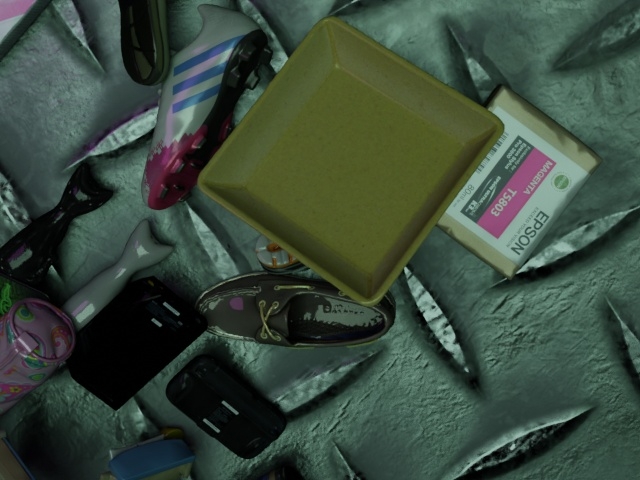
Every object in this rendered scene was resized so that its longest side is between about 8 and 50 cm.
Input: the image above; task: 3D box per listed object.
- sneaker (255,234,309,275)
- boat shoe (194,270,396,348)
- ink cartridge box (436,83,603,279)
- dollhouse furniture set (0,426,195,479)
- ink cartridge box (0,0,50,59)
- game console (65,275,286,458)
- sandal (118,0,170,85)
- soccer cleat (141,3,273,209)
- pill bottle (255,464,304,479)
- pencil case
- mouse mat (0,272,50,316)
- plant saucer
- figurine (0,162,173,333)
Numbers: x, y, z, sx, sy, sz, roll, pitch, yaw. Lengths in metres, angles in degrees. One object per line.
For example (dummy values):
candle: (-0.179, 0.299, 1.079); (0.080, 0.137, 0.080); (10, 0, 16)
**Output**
sneaker: (0.000, 0.000, 1.731); (0.215, 0.083, 0.084); (-14, 67, -10)
boat shoe: (-0.044, 0.115, 1.740); (0.324, 0.097, 0.116); (1, 100, 4)
ink cartridge box: (0.281, -0.090, 1.687); (0.193, 0.088, 0.234); (35, 99, -1)
dollhouse furniture set: (-0.384, 0.425, 1.805); (0.198, 0.303, 0.286); (42, 128, 36)
ink cartridge box: (-0.562, -0.456, 1.699); (0.324, 0.071, 0.330); (43, 101, -3)
game console: (-0.218, 0.229, 1.761); (0.213, 0.044, 0.361); (-41, 110, 17)
sandal: (-0.251, -0.384, 1.677); (0.086, 0.120, 0.302); (-3, 92, -38)
soccer cleat: (-0.201, -0.208, 1.705); (0.143, 0.116, 0.331); (37, 104, 21)
pill bottle: (-0.118, 0.466, 1.793); (0.219, 0.123, 0.123); (-32, 96, 9)
pencil case: (-0.502, 0.203, 1.733); (0.284, 0.124, 0.124); (-37, 95, 32)
mouse mat: (-0.504, 0.130, 1.773); (0.153, 0.007, 0.189); (23, 127, 10)
plant saucer: (0.045, -0.113, 1.624); (0.333, 0.081, 0.332); (35, 83, 17)
figurine: (-0.367, 0.018, 1.758); (0.215, 0.092, 0.209); (42, 96, -4)
